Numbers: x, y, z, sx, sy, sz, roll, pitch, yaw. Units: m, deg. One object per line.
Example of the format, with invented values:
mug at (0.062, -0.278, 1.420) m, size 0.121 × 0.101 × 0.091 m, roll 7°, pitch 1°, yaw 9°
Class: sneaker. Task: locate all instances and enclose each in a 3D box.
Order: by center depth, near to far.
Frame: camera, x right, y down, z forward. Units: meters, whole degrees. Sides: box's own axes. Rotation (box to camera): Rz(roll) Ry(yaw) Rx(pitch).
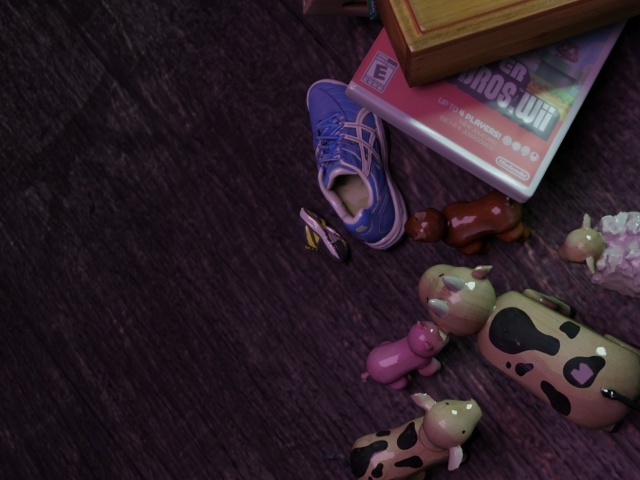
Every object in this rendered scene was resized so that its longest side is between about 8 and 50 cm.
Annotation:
sneaker at (0.033, -0.092, 1.405) m, size 0.080 × 0.081 × 0.211 m, roll -33°, pitch 65°, yaw 23°
sneaker at (0.000, 0.000, 1.441) m, size 0.083 × 0.031 × 0.035 m, roll 51°, pitch 120°, yaw 31°

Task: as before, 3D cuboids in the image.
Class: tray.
tray at (0.243, -0.306, 1.217) m, size 0.411 × 0.076 × 0.203 m, roll -18°, pitch 69°, yaw -4°

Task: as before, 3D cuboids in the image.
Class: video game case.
video game case at (0.178, -0.204, 1.258) m, size 0.204 × 0.025 × 0.285 m, roll 31°, pitch 72°, yaw -1°

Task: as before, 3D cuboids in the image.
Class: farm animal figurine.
farm animal figurine at (0.167, 0.106, 1.237) m, size 0.326 × 0.172 × 0.330 m, roll 12°, pitch 87°, yaw 31°

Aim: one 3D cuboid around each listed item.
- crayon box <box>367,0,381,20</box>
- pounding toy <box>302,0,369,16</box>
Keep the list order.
crayon box at (0.131, -0.369, 1.348) m, size 0.165 × 0.081 × 0.278 m, roll 1°, pitch 76°, yaw -14°
pounding toy at (0.074, -0.279, 1.405) m, size 0.181 × 0.094 × 0.206 m, roll -1°, pitch 77°, yaw -15°
